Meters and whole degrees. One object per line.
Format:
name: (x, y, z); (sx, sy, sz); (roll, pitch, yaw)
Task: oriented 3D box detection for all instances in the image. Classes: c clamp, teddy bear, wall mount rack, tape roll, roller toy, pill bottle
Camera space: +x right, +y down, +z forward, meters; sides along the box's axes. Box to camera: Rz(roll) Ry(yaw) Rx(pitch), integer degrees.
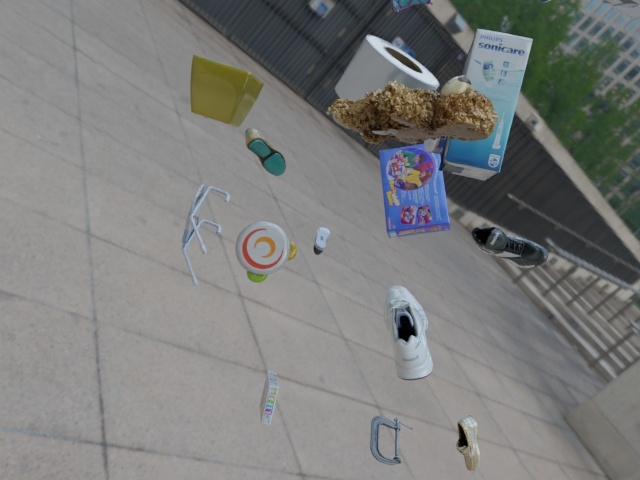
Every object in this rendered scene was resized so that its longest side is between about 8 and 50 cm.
c clamp: (0.196, 0.547, 1.546); (0.137, 0.022, 0.160); (33, 37, -10)
teddy bear: (0.178, -0.262, 1.123); (0.245, 0.113, 0.338); (13, -6, -36)
wall mount rack: (-0.440, -0.025, 2.073); (0.131, 0.350, 0.304); (22, 48, -4)
tape roll: (0.187, -0.437, 1.585); (0.246, 0.169, 0.246); (25, 31, -17)
roller toy: (-0.208, 0.029, 2.026); (0.191, 0.209, 0.146); (54, -9, -2)
pill bottle: (0.396, -0.292, 1.638); (0.169, 0.094, 0.094); (7, 25, -8)

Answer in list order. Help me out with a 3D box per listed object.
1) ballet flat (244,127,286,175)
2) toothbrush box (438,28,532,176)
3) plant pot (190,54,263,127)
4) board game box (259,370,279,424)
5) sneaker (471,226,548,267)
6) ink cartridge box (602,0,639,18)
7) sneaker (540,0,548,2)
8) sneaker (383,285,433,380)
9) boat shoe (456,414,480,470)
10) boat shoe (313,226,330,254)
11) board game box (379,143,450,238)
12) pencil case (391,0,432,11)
ballet flat: (-0.181, -0.299, 1.875); (0.073, 0.080, 0.232); (64, 7, 30)
toothbrush box: (0.374, -0.302, 1.306); (0.126, 0.295, 0.216); (15, 4, 8)
plant pot: (-0.347, -0.513, 1.989); (0.212, 0.187, 0.212); (19, 7, 4)
board game box: (-0.141, 0.426, 1.538); (0.026, 0.103, 0.154); (13, -1, -7)
sneaker: (0.524, 0.014, 1.597); (0.106, 0.078, 0.234); (30, -5, -42)
ink cartridge box: (0.597, -0.529, 1.078); (0.191, 0.139, 0.082); (14, 9, -23)
sneaker: (0.628, -0.860, 1.740); (0.296, 0.131, 0.112); (35, -25, 1)
sneaker: (0.211, 0.197, 1.377); (0.297, 0.111, 0.129); (-97, 172, -58)
boat shoe: (0.427, 0.599, 1.654); (0.059, 0.170, 0.063); (-9, 7, -20)
boat shoe: (0.000, 0.000, 1.940); (0.049, 0.040, 0.142); (24, 30, -3)
board game box: (0.359, -0.195, 2.165); (0.078, 0.233, 0.347); (53, 32, -65)
pencil case: (0.345, -0.916, 2.141); (0.064, 0.152, 0.070); (-3, 83, -82)
